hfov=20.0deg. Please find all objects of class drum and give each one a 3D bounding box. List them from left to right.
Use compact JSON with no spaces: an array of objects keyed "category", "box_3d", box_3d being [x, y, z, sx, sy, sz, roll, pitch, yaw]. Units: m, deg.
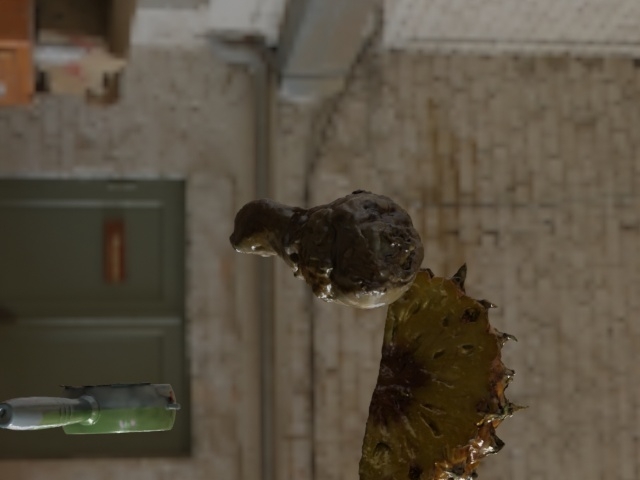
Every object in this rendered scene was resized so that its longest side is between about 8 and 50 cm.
[{"category":"drum","box_3d":[-0.247,0.164,1.766,0.130,0.253,0.049,-6,-96,40]}]

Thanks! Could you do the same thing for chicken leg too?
[{"category":"chicken leg","box_3d":[0.002,0.000,1.304,0.198,0.069,0.085,12,-95,51]}]

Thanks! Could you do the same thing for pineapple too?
[{"category":"pineapple","box_3d":[0.111,0.135,1.566,0.079,0.135,0.233,69,33,-73]}]
